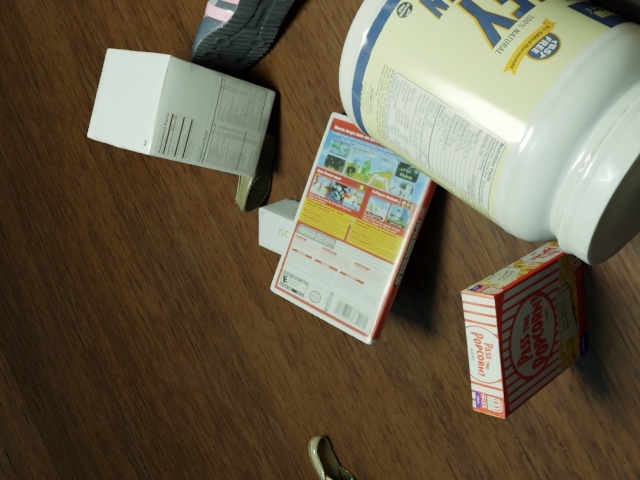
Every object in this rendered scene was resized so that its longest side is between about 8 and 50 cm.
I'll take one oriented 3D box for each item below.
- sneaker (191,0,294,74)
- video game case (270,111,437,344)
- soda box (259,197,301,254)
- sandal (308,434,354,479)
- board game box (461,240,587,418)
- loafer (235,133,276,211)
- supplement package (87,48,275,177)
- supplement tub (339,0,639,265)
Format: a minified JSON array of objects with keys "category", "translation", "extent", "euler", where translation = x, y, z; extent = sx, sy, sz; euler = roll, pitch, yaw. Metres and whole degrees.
[{"category":"sneaker","translation":[-0.111,-0.377,1.170],"extent":[0.319,0.112,0.131],"euler":[-38,53,51]},{"category":"video game case","translation":[0.048,-0.023,1.101],"extent":[0.204,0.025,0.285],"euler":[25,99,38]},{"category":"soda box","translation":[0.000,0.000,1.213],"extent":[0.216,0.074,0.069],"euler":[22,121,39]},{"category":"sandal","translation":[0.035,0.431,1.380],"extent":[0.049,0.072,0.180],"euler":[-26,82,28]},{"category":"board game box","translation":[0.243,0.098,0.904],"extent":[0.045,0.193,0.146],"euler":[8,113,45]},{"category":"loafer","translation":[-0.113,-0.118,1.303],"extent":[0.050,0.056,0.148],"euler":[36,120,32]},{"category":"supplement package","translation":[-0.221,-0.202,1.228],"extent":[0.194,0.203,0.149],"euler":[19,97,44]},{"category":"supplement tub","translation":[0.205,-0.146,0.807],"extent":[0.325,0.235,0.235],"euler":[39,132,29]}]
